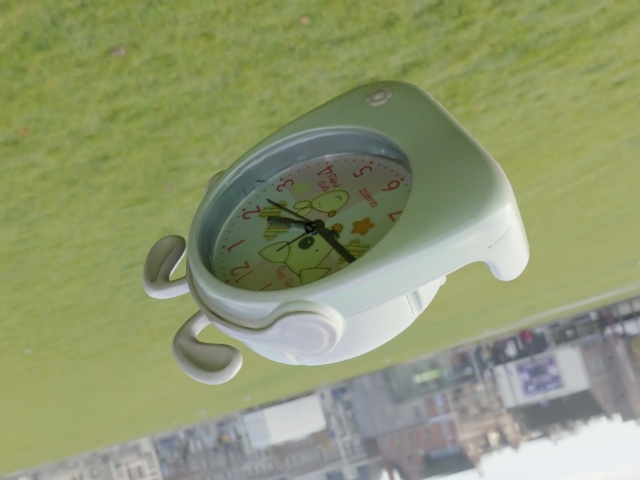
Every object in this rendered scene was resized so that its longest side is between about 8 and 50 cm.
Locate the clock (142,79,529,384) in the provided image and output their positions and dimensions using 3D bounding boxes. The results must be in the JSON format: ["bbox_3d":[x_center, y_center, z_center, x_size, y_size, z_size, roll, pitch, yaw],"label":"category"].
[{"bbox_3d":[0.000,0.000,0.590,0.191,0.151,0.062,-30,131,-3],"label":"clock"}]
